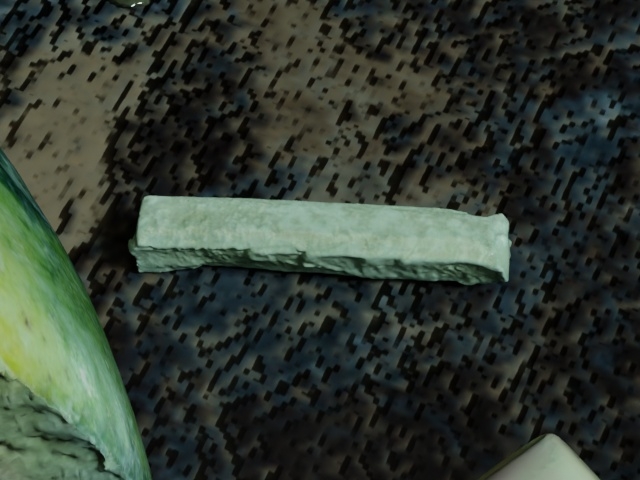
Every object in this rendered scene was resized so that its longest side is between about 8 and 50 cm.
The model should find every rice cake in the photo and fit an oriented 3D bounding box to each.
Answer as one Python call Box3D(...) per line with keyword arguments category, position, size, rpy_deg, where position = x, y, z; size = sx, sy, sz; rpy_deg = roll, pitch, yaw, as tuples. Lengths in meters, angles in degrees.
Box3D(category="rice cake", position=(0.000, 0.000, 0.611), size=(0.121, 0.021, 0.022), rpy_deg=(2, 62, 5))

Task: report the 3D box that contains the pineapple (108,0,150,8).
Box3D(category="pineapple", position=(-0.164, -0.197, 0.662), size=(0.364, 0.165, 0.165), rpy_deg=(40, 66, 21))

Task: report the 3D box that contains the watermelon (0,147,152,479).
Box3D(category="watermelon", position=(-0.192, 0.006, 0.535), size=(0.201, 0.213, 0.261), rpy_deg=(-38, 57, -2))

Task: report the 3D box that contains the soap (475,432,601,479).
Box3D(category="soap", position=(0.042, 0.182, 0.425), size=(0.182, 0.138, 0.199), rpy_deg=(-34, 64, -17))
